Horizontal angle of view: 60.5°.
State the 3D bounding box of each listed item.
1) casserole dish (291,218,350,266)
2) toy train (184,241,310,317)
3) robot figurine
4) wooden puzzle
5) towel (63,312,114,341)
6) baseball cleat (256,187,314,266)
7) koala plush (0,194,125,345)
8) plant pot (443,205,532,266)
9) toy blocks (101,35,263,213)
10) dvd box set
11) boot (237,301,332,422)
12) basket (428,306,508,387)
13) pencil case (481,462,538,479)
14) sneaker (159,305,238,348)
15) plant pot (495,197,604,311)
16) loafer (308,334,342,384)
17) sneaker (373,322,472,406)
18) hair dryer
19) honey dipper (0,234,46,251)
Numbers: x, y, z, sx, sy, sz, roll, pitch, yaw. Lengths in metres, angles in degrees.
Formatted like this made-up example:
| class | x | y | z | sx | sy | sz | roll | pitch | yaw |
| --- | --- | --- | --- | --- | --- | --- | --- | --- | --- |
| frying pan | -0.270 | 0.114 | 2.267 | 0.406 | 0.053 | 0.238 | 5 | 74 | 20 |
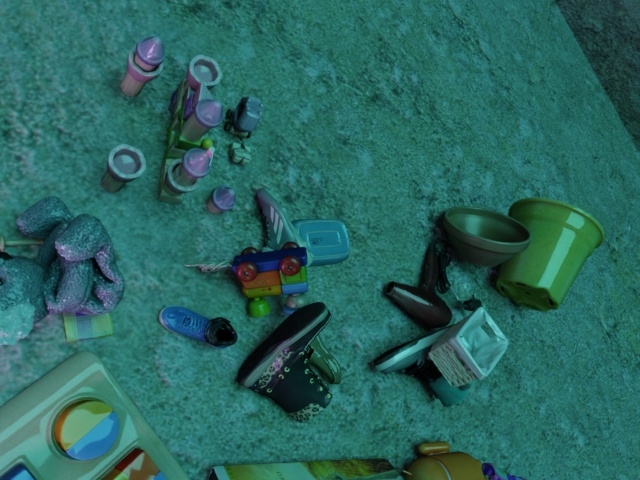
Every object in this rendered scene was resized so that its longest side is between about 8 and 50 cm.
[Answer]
| class | x | y | z | sx | sy | sz | roll | pitch | yaw |
| --- | --- | --- | --- | --- | --- | --- | --- | --- | --- |
| casserole dish | 0.000 | 0.000 | 1.292 | 0.188 | 0.037 | 0.114 | -3 | 78 | -34 |
| toy train | -0.143 | 0.096 | 1.137 | 0.248 | 0.105 | 0.143 | -8 | 109 | 1 |
| robot figurine | 0.287 | 0.558 | 1.268 | 0.219 | 0.128 | 0.158 | 7 | 87 | -34 |
| wooden puzzle | -0.401 | 0.403 | 0.873 | 0.322 | 0.080 | 0.347 | -40 | 99 | -35 |
| towel | -0.414 | 0.147 | 0.983 | 0.083 | 0.009 | 0.060 | -7 | 81 | -35 |
| baseball cleat | -0.103 | -0.016 | 1.206 | 0.109 | 0.072 | 0.206 | -33 | 78 | -10 |
| koala plush | -0.452 | 0.074 | 0.873 | 0.221 | 0.196 | 0.203 | -36 | 129 | -36 |
| plant pot | 0.449 | 0.000 | 1.520 | 0.237 | 0.237 | 0.109 | -9 | 121 | -36 |
| toy blocks | -0.229 | -0.224 | 1.063 | 0.309 | 0.260 | 0.288 | 14 | 68 | -30 |
| dvd box set | 0.031 | 0.526 | 1.006 | 0.421 | 0.308 | 0.062 | 12 | 103 | -30 |
| boot | -0.029 | 0.251 | 1.117 | 0.236 | 0.085 | 0.178 | -43 | 110 | 8 |
| basket | 0.342 | 0.249 | 1.274 | 0.113 | 0.103 | 0.167 | 54 | 40 | 6 |
| pencil case | 0.493 | 0.644 | 1.399 | 0.236 | 0.104 | 0.104 | 26 | 63 | -25 |
| sneaker | -0.230 | 0.164 | 1.056 | 0.152 | 0.085 | 0.058 | 33 | 60 | -22 |
| plant pot | 0.641 | 0.057 | 1.595 | 0.276 | 0.276 | 0.253 | 35 | 71 | -21 |
| loafer | -0.008 | 0.257 | 1.202 | 0.050 | 0.056 | 0.148 | -29 | 83 | -36 |
| sneaker | 0.269 | 0.322 | 1.333 | 0.296 | 0.124 | 0.178 | -11 | 73 | -37 |
| hair dryer | 0.281 | 0.122 | 1.442 | 0.294 | 0.080 | 0.223 | -9 | 66 | -41 |
| honey dipper | -0.503 | 0.004 | 0.956 | 0.161 | 0.030 | 0.030 | -2 | 77 | -39 |
